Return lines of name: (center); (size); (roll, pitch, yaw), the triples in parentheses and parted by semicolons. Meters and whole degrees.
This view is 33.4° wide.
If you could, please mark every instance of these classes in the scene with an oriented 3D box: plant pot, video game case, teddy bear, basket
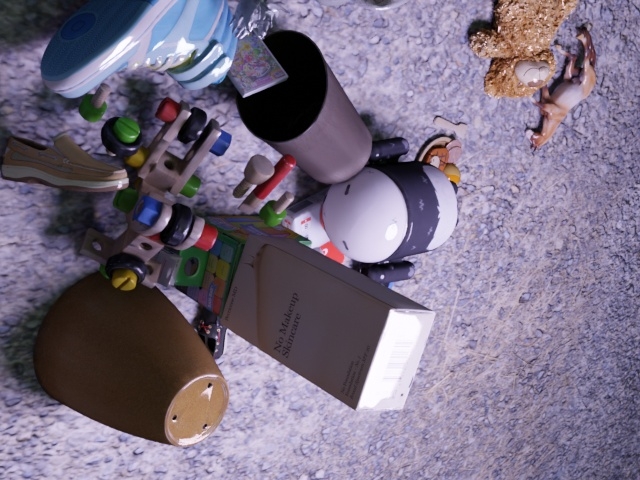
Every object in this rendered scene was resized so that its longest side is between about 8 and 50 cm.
plant pot: (-0.259, 0.197, 1.600); (0.237, 0.254, 0.237); (-26, 128, -37)
video game case: (-0.115, -0.277, 1.600); (0.087, 0.122, 0.011); (-28, 167, -34)
teddy bear: (0.398, -0.427, 2.062); (0.245, 0.113, 0.338); (-10, 118, -41)
basket: (-0.015, -0.193, 1.713); (0.154, 0.204, 0.227); (-21, 150, 16)

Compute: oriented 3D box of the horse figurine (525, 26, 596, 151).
horse figurine: (0.521, -0.332, 2.283); (0.263, 0.066, 0.174); (-50, 133, -11)

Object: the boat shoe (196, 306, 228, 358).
boat shoe: (-0.185, 0.149, 1.811); (0.042, 0.049, 0.133); (-31, 137, -43)

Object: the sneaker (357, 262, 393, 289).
sneaker: (0.103, 0.024, 2.032); (0.090, 0.081, 0.232); (23, 87, -48)

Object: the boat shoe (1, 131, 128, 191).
boat shoe: (-0.338, -0.106, 1.399); (0.068, 0.190, 0.072); (-15, 112, -71)

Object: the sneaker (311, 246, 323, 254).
sneaker: (-0.065, 0.103, 1.902); (0.115, 0.090, 0.232); (3, 127, -14)

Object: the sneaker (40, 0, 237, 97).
sneaker: (-0.225, -0.255, 1.463); (0.319, 0.127, 0.208); (-49, 139, -24)

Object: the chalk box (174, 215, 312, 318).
chalk box: (-0.142, 0.041, 1.730); (0.213, 0.132, 0.132); (-3, 113, -46)

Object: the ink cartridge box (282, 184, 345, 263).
ink cartridge box: (0.000, 0.000, 1.930); (0.145, 0.045, 0.179); (-29, 128, -33)

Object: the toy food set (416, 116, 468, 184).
toy food set: (0.237, -0.143, 2.105); (0.132, 0.038, 0.192); (10, 104, -49)

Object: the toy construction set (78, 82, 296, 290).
toy construction set: (-0.213, -0.048, 1.568); (0.309, 0.257, 0.237); (2, 146, -39)

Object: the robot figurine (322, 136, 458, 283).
robot figurine: (0.127, -0.053, 1.876); (0.278, 0.209, 0.173); (-10, 151, -47)

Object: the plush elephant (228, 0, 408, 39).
plush elephant: (0.001, -0.438, 1.519); (0.255, 0.272, 0.330); (-8, 115, -55)

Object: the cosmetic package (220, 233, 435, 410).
cosmetic package: (0.004, 0.117, 1.588); (0.113, 0.309, 0.160); (7, 103, -48)

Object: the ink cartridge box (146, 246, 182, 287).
ink cartridge box: (-0.245, 0.039, 1.656); (0.028, 0.083, 0.048); (7, 106, -49)
